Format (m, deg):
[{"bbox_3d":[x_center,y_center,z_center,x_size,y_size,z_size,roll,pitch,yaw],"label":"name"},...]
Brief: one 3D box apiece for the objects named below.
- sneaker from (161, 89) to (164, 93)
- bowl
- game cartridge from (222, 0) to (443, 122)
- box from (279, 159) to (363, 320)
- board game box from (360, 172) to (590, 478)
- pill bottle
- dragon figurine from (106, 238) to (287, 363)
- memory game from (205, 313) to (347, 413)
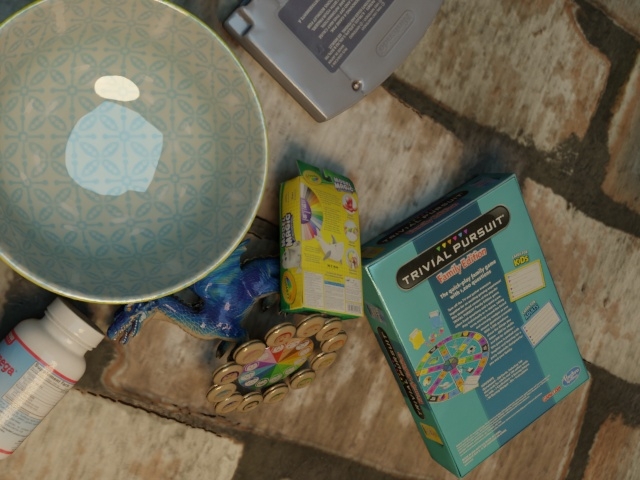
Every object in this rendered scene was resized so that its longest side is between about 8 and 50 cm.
[{"bbox_3d":[-0.158,-0.176,0.776,0.058,0.052,0.135,-44,103,-4],"label":"sneaker"},{"bbox_3d":[-0.211,-0.091,0.696,0.289,0.156,0.290,-3,97,-23],"label":"bowl"},{"bbox_3d":[0.040,-0.300,0.845,0.196,0.060,0.294,42,78,-18],"label":"game cartridge"},{"bbox_3d":[0.000,0.000,0.813,0.105,0.043,0.179,15,68,-43],"label":"box"},{"bbox_3d":[0.209,0.113,0.947,0.253,0.079,0.336,-30,106,-18],"label":"board game box"},{"bbox_3d":[-0.306,0.140,0.715,0.087,0.087,0.160,45,77,-21],"label":"pill bottle"},{"bbox_3d":[-0.107,0.043,0.795,0.289,0.085,0.144,-42,110,-15],"label":"dragon figurine"},{"bbox_3d":[-0.048,0.149,0.806,0.186,0.012,0.186,-23,147,-16],"label":"memory game"}]
